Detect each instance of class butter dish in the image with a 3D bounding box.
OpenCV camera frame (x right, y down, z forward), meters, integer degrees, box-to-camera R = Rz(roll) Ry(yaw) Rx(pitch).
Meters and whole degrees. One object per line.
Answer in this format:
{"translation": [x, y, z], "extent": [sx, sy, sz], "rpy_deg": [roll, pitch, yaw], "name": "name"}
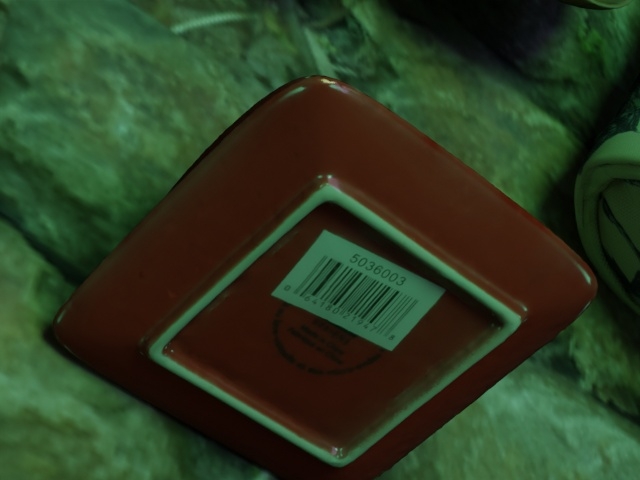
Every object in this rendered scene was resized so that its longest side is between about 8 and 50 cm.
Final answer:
{"translation": [0.000, 0.000, 0.593], "extent": [0.160, 0.160, 0.118], "rpy_deg": [34, 29, -27], "name": "butter dish"}

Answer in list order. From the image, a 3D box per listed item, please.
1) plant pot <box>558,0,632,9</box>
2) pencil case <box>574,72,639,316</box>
{"translation": [0.090, -0.218, 0.750], "extent": [0.236, 0.032, 0.236], "rpy_deg": [35, 42, -39], "name": "plant pot"}
{"translation": [0.291, -0.107, 0.825], "extent": [0.183, 0.160, 0.410], "rpy_deg": [30, 61, 12], "name": "pencil case"}
